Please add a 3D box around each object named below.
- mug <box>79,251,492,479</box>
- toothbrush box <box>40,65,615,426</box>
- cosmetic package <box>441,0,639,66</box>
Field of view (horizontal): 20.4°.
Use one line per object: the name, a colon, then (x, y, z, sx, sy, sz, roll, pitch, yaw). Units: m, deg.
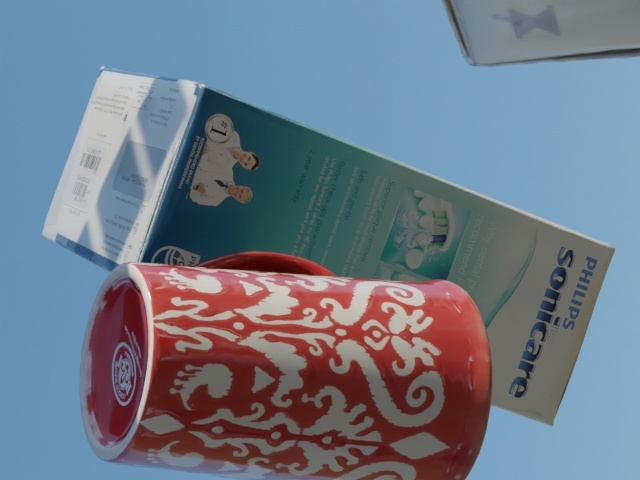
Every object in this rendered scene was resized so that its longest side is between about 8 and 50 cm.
mug: (-0.028, 0.064, 0.854, 0.169, 0.150, 0.113, 7, -88, -28)
toothbrush box: (0.000, 0.000, 1.130, 0.296, 0.216, 0.126, 19, -90, -25)
cosmetic package: (0.111, -0.221, 0.622, 0.153, 0.129, 0.296, 65, -151, -51)
